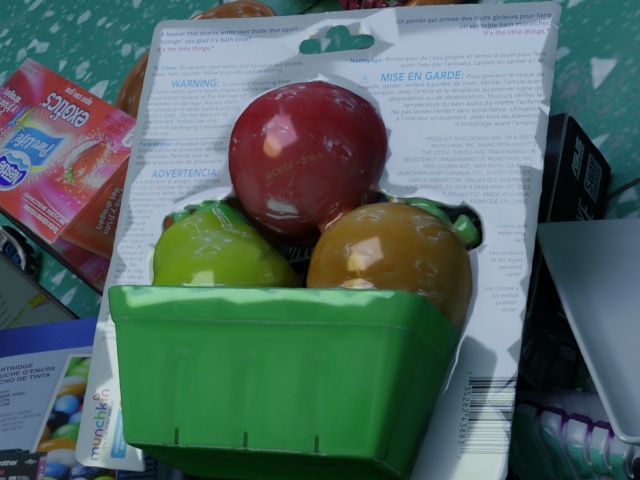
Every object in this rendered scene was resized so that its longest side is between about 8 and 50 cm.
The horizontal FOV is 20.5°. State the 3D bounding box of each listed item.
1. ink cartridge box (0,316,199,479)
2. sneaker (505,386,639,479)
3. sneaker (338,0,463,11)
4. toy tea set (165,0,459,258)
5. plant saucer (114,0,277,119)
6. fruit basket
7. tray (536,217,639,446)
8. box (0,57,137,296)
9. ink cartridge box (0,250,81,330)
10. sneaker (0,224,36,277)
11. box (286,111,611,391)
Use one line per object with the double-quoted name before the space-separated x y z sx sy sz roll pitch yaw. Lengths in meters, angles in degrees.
"ink cartridge box" -0.185 0.148 1.355 0.186 0.065 0.311 -7 37 6
"sneaker" 0.200 0.130 1.190 0.224 0.083 0.098 13 45 44
"sneaker" 0.047 -0.295 1.737 0.112 0.121 0.299 -26 34 -29
"toy tea set" 0.007 -0.064 1.430 0.336 0.124 0.200 -36 7 17
"plant saucer" -0.121 -0.168 1.821 0.200 0.037 0.200 -24 36 19
"fruit basket" 0.000 0.000 1.249 0.327 0.165 0.353 -1 64 23
"tray" 0.236 0.061 1.176 0.145 0.030 0.270 -4 30 -4
"box" -0.227 -0.049 1.719 0.142 0.154 0.300 -50 36 -7
"ink cartridge box" -0.312 0.081 1.647 0.127 0.175 0.072 -46 35 -4
"sneaker" -0.338 0.077 1.786 0.083 0.071 0.190 -38 30 31
"box" 0.064 0.046 1.392 0.307 0.076 0.242 -13 45 36
